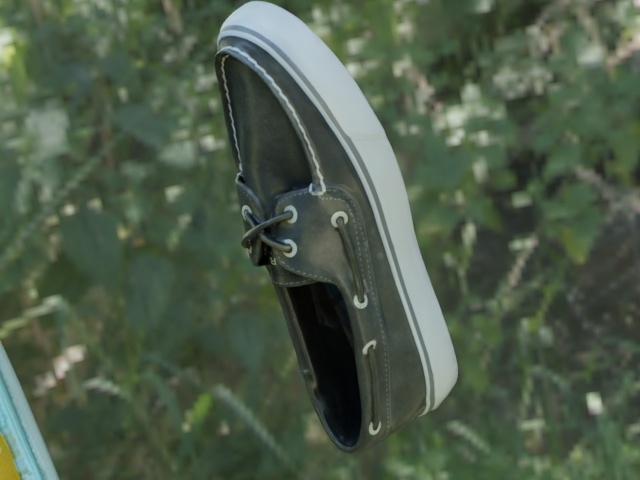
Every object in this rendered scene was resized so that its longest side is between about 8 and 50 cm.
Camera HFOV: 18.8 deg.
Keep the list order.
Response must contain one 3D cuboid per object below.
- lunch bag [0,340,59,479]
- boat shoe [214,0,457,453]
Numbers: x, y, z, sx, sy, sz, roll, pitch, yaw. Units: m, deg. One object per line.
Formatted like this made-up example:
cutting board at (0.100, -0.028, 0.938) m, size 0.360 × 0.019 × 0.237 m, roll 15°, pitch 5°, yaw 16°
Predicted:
lunch bag at (-0.179, 0.056, 0.400) m, size 0.224 × 0.279 × 0.108 m, roll -14°, pitch -21°, yaw -31°
boat shoe at (0.000, 0.000, 0.560) m, size 0.040 × 0.142 × 0.049 m, roll -40°, pitch 30°, yaw -30°
